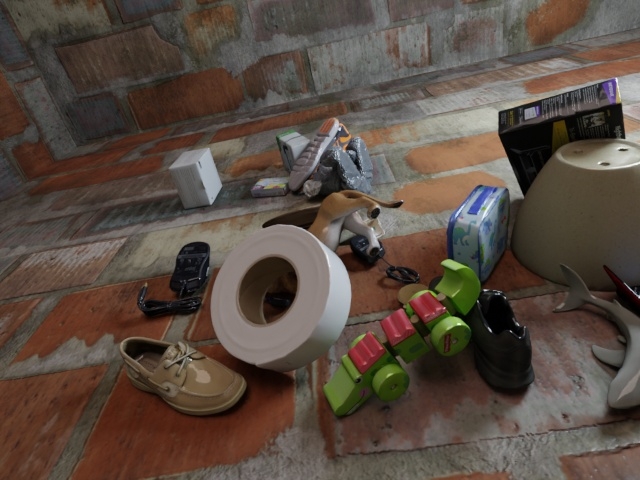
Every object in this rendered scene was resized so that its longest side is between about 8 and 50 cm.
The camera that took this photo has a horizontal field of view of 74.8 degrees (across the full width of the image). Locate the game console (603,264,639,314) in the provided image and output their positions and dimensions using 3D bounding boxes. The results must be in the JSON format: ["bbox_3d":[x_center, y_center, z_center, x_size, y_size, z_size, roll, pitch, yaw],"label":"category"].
[{"bbox_3d":[0.607,0.104,0.757,0.124,0.085,0.144,-10,31,6],"label":"game console"}]

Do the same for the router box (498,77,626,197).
[{"bbox_3d":[0.604,-0.222,1.034,0.243,0.309,0.081,-8,55,35],"label":"router box"}]

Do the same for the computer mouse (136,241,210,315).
[{"bbox_3d":[-0.400,0.112,1.168,0.184,0.060,0.262,-8,42,0],"label":"computer mouse"}]

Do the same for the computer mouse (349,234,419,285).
[{"bbox_3d":[0.159,0.054,1.072,0.071,0.041,0.242,-25,39,-22],"label":"computer mouse"}]

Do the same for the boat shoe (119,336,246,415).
[{"bbox_3d":[-0.286,0.258,0.837,0.302,0.098,0.109,6,36,29],"label":"boat shoe"}]

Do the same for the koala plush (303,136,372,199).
[{"bbox_3d":[0.052,-0.217,1.455,0.221,0.203,0.196,-14,13,44],"label":"koala plush"}]

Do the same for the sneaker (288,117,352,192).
[{"bbox_3d":[0.024,-0.289,1.604,0.321,0.180,0.124,-55,38,-1],"label":"sneaker"}]

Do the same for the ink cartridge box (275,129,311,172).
[{"bbox_3d":[-0.097,-0.350,1.716,0.087,0.153,0.208,-22,31,-14],"label":"ink cartridge box"}]

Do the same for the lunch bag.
[{"bbox_3d":[0.368,-0.022,0.969,0.090,0.176,0.219,13,40,36],"label":"lunch bag"}]

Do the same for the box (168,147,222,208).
[{"bbox_3d":[-0.494,-0.250,1.677,0.119,0.181,0.182,-8,31,8],"label":"box"}]

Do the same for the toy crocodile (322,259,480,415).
[{"bbox_3d":[0.140,0.173,0.732,0.340,0.105,0.115,-40,32,4],"label":"toy crocodile"}]

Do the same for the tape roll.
[{"bbox_3d":[-0.084,0.115,0.857,0.286,0.100,0.286,-12,63,24],"label":"tape roll"}]

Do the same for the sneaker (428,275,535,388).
[{"bbox_3d":[0.297,0.133,0.785,0.109,0.130,0.286,-15,30,-13],"label":"sneaker"}]

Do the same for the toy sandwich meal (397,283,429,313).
[{"bbox_3d":[0.210,0.128,0.930,0.085,0.029,0.085,-11,26,5],"label":"toy sandwich meal"}]

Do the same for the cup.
[{"bbox_3d":[0.603,-0.085,0.923,0.331,0.237,0.331,-10,30,6],"label":"cup"}]

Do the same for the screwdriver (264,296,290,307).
[{"bbox_3d":[-0.144,0.143,1.049,0.170,0.024,0.025,9,66,36],"label":"screwdriver"}]

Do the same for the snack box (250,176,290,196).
[{"bbox_3d":[-0.187,-0.209,1.630,0.141,0.037,0.100,-1,31,20],"label":"snack box"}]

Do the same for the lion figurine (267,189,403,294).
[{"bbox_3d":[0.000,0.000,1.015,0.392,0.142,0.240,-45,44,3],"label":"lion figurine"}]

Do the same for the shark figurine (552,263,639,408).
[{"bbox_3d":[0.521,0.142,0.705,0.166,0.116,0.278,-5,33,11],"label":"shark figurine"}]

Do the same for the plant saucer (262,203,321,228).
[{"bbox_3d":[-0.027,-0.056,1.192,0.278,0.041,0.278,-13,-4,-1],"label":"plant saucer"}]

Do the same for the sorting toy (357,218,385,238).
[{"bbox_3d":[0.143,-0.026,1.200,0.083,0.045,0.075,-26,40,-21],"label":"sorting toy"}]
